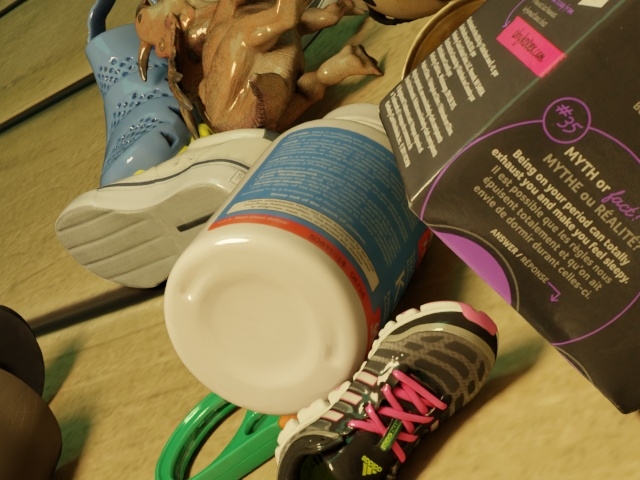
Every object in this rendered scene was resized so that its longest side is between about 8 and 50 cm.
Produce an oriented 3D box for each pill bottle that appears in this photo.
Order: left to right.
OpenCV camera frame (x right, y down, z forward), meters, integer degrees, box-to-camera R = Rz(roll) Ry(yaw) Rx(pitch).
[{"bbox_3d":[0.000,0.000,1.170,0.124,0.124,0.221,-34,12,33],"label":"pill bottle"}]

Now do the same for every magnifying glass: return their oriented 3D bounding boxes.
[{"bbox_3d":[-0.029,0.114,1.190,0.231,0.026,0.092,-24,30,51],"label":"magnifying glass"}]

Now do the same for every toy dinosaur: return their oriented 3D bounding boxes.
[{"bbox_3d":[-0.063,-0.140,1.585,0.200,0.127,0.295,-41,25,18],"label":"toy dinosaur"}]

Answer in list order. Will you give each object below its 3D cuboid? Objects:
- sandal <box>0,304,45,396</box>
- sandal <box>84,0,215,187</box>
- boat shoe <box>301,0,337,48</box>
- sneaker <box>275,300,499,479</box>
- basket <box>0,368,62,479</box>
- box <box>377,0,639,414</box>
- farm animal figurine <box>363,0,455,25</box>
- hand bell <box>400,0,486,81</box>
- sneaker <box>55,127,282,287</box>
[{"bbox_3d":[-0.298,0.173,1.534,0.254,0.097,0.054,-61,21,-6],"label":"sandal"},{"bbox_3d":[-0.169,-0.140,1.778,0.126,0.138,0.317,-38,24,20],"label":"sandal"},{"bbox_3d":[-0.036,-0.186,1.726,0.142,0.040,0.049,-52,20,-11],"label":"boat shoe"},{"bbox_3d":[0.033,0.101,1.031,0.170,0.063,0.075,-41,20,30],"label":"sneaker"},{"bbox_3d":[-0.283,0.203,1.362,0.204,0.154,0.227,-31,23,37],"label":"basket"},{"bbox_3d":[0.181,-0.080,0.912,0.270,0.165,0.143,-42,20,13],"label":"box"},{"bbox_3d":[0.038,-0.296,1.354,0.172,0.326,0.330,-22,23,-7],"label":"farm animal figurine"},{"bbox_3d":[0.099,-0.098,1.247,0.126,0.126,0.242,-47,7,1],"label":"hand bell"},{"bbox_3d":[-0.113,-0.027,1.544,0.258,0.094,0.091,-11,30,46],"label":"sneaker"}]
